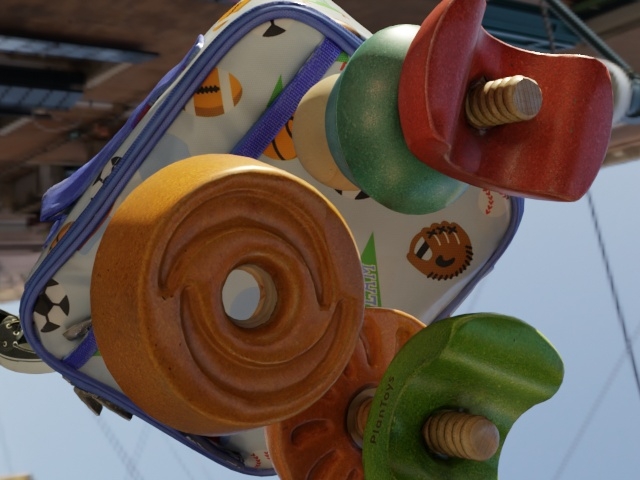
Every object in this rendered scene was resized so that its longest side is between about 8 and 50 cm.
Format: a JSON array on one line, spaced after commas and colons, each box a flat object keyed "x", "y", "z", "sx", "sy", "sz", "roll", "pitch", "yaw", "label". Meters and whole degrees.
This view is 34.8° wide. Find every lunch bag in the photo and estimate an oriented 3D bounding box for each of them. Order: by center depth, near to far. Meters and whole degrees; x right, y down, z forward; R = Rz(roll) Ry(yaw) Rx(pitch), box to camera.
[{"x": -0.043, "y": 0.002, "z": 0.657, "sx": 0.303, "sy": 0.243, "sz": 0.115, "roll": -48, "pitch": -161, "yaw": 16, "label": "lunch bag"}]

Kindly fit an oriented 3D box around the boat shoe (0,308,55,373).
[{"x": -0.282, "y": 0.087, "z": 0.934, "sx": 0.142, "sy": 0.049, "sz": 0.040, "roll": 10, "pitch": -64, "yaw": 33, "label": "boat shoe"}]

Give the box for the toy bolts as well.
[{"x": 0.000, "y": 0.000, "z": 0.451, "sx": 0.158, "sy": 0.218, "sz": 0.229, "roll": -2, "pitch": -115, "yaw": 58, "label": "toy bolts"}]
